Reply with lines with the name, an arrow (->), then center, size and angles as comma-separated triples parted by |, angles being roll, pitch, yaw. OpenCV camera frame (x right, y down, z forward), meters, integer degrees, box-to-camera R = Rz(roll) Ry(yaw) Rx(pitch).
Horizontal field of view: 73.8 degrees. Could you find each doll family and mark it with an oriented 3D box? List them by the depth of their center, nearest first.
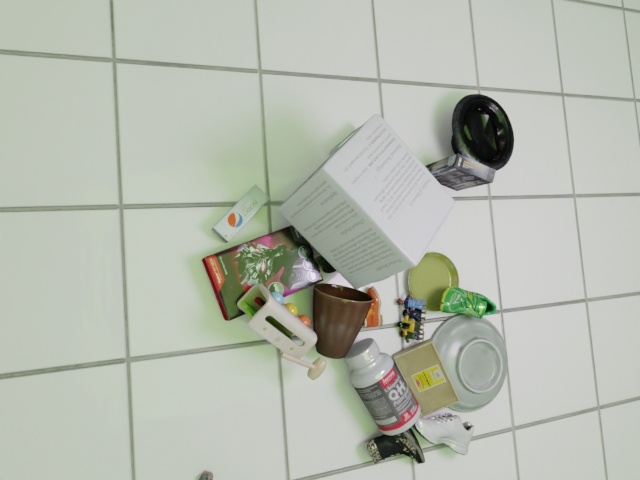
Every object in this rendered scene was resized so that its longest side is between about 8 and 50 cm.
doll family -> 0.353, 0.303, 1.670 | 0.111, 0.076, 0.193 | 4, 73, 22

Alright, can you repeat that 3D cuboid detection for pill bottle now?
pill bottle -> 0.216, 0.524, 1.555 | 0.176, 0.176, 0.319 | -33, 96, -18

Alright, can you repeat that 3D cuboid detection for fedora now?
fedora -> 0.650, -0.435, 1.798 | 0.333, 0.152, 0.334 | 3, 81, -18

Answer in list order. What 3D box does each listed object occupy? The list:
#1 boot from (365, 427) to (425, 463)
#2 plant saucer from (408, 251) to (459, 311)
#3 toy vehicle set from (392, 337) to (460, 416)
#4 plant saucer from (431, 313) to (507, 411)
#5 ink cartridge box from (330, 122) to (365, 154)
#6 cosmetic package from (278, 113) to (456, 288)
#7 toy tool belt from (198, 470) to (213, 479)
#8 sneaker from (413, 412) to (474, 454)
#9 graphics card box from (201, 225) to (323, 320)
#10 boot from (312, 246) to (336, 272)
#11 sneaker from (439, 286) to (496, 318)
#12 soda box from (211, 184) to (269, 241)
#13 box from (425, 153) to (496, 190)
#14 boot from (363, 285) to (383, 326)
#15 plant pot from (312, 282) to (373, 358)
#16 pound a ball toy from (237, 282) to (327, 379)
boot -> 0.284, 0.789, 1.607 | 0.178, 0.085, 0.236 | -27, 120, 3
plant saucer -> 0.456, 0.168, 1.740 | 0.240, 0.037, 0.241 | 1, 86, -18
toy vehicle set -> 0.412, 0.534, 1.657 | 0.165, 0.035, 0.267 | -25, 93, 8
plant saucer -> 0.625, 0.502, 1.735 | 0.400, 0.100, 0.401 | 2, 85, -19
ink cartridge box -> 0.170, -0.316, 1.658 | 0.160, 0.092, 0.219 | -44, 100, -17
cosmetic package -> 0.147, -0.112, 1.391 | 0.394, 0.329, 0.327 | 46, 56, -9
toy tool belt -> -0.379, 0.806, 1.395 | 0.052, 0.051, 0.083 | 19, 80, -16
sneaker -> 0.471, 0.723, 1.654 | 0.297, 0.111, 0.129 | 27, 89, -23
graphics card box -> -0.199, 0.104, 1.498 | 0.370, 0.094, 0.233 | -21, 92, -20
boot -> 0.002, 0.000, 1.567 | 0.076, 0.190, 0.209 | -24, 57, 7
sneaker -> 0.594, 0.249, 1.702 | 0.295, 0.123, 0.110 | 6, 96, -33
soda box -> -0.281, -0.094, 1.500 | 0.074, 0.069, 0.216 | 44, 73, -10
box -> 0.550, -0.268, 1.709 | 0.183, 0.231, 0.056 | 18, 83, -16
boot -> 0.188, 0.257, 1.634 | 0.084, 0.059, 0.158 | -6, 88, -14
plant pot -> 0.057, 0.294, 1.524 | 0.215, 0.215, 0.231 | 10, 97, -17
pound a ball toy -> -0.101, 0.294, 1.404 | 0.136, 0.208, 0.319 | -45, 127, -2
